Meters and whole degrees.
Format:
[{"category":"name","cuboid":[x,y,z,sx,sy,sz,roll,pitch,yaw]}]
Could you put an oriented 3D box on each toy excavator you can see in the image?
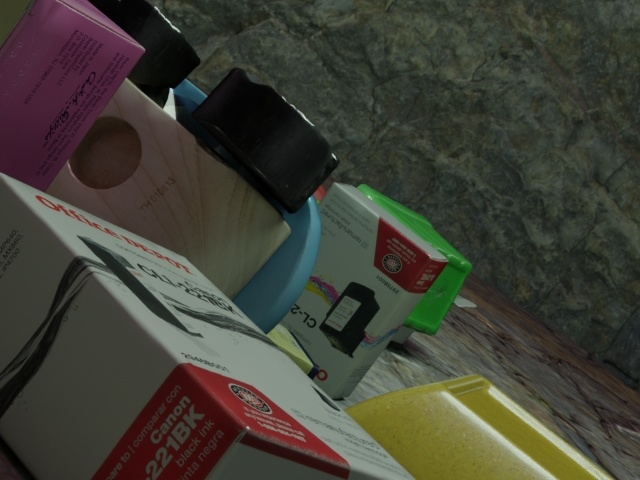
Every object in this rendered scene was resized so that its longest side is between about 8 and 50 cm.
[{"category":"toy excavator","cuboid":[-0.169,-0.046,1.518,0.433,0.222,0.445,39,-7,21]}]

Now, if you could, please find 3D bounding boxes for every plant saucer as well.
[{"category":"plant saucer","cuboid":[0.188,0.220,1.548,0.333,0.081,0.333,38,6,12]}]

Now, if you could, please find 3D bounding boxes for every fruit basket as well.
[{"category":"fruit basket","cuboid":[0.000,0.000,2.323,0.353,0.165,0.327,22,-1,25]}]

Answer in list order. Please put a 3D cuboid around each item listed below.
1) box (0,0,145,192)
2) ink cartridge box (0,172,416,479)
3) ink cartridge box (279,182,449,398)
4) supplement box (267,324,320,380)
[{"category":"box","cuboid":[-0.279,-0.119,1.211,0.243,0.213,0.117,40,7,32]},{"category":"ink cartridge box","cuboid":[-0.097,0.096,1.083,0.273,0.114,0.197,40,8,38]},{"category":"ink cartridge box","cuboid":[0.020,0.051,1.771,0.127,0.175,0.072,38,9,14]},{"category":"supplement box","cuboid":[-0.059,0.096,1.542,0.083,0.056,0.083,33,7,-27]}]
